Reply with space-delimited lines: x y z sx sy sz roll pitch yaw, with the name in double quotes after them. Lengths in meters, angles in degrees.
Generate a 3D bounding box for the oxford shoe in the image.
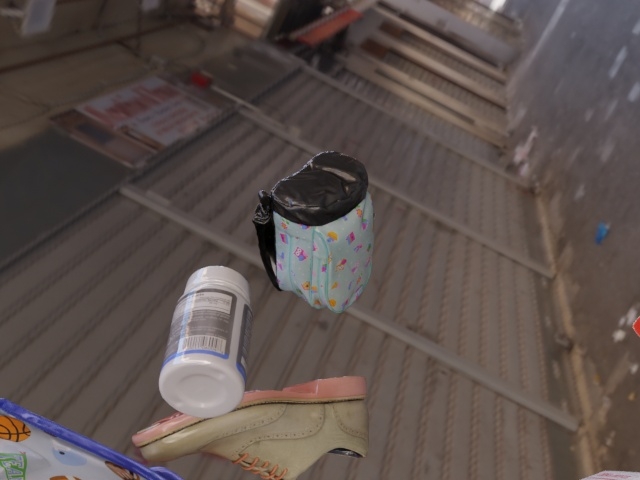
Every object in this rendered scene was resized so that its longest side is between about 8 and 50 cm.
-0.085 0.300 1.470 0.140 0.397 0.146 -27 71 59 "oxford shoe"

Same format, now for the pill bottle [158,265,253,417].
-0.103 0.091 0.913 0.137 0.078 0.078 -86 19 -52 "pill bottle"

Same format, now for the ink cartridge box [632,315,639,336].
0.678 0.109 1.419 0.385 0.308 0.091 -41 2 -24 "ink cartridge box"

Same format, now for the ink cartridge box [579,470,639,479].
0.199 0.222 0.744 0.180 0.060 0.104 -18 -10 -8 "ink cartridge box"

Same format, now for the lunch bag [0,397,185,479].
-0.318 0.432 1.212 0.328 0.385 0.239 -59 12 18 "lunch bag"

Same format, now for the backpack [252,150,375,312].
0.000 0.000 1.197 0.152 0.115 0.182 -32 -42 -37 "backpack"
